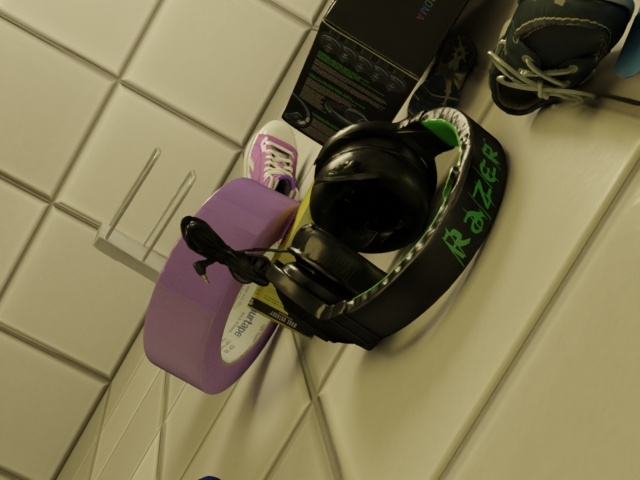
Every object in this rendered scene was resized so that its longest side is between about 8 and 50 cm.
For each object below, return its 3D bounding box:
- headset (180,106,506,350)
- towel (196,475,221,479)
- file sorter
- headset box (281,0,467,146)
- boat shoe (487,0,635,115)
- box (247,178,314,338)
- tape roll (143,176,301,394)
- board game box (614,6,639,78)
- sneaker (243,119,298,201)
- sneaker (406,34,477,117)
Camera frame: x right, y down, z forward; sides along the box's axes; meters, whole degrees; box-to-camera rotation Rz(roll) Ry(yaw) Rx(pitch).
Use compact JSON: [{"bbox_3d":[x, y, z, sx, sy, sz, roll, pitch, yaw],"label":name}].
[{"bbox_3d":[0.011,-0.015,1.094,0.394,0.185,0.243,-23,38,54],"label":"headset"},{"bbox_3d":[-0.115,0.373,1.024,0.308,0.076,0.227,-154,86,-78],"label":"towel"},{"bbox_3d":[-0.190,-0.001,1.713,0.173,0.278,0.193,-57,12,2],"label":"file sorter"},{"bbox_3d":[0.087,-0.263,1.327,0.246,0.131,0.283,-59,1,-21],"label":"headset box"},{"bbox_3d":[0.183,-0.151,0.883,0.254,0.095,0.079,-177,103,-85],"label":"boat shoe"},{"bbox_3d":[0.000,0.000,1.352,0.232,0.087,0.058,-63,11,-4],"label":"box"},{"bbox_3d":[-0.116,0.059,1.417,0.275,0.090,0.275,-56,-17,-26],"label":"tape roll"},{"bbox_3d":[0.269,-0.180,0.765,0.168,0.033,0.133,-63,5,-21],"label":"board game box"},{"bbox_3d":[-0.072,-0.111,1.921,0.161,0.102,0.282,-38,37,55],"label":"sneaker"},{"bbox_3d":[0.140,-0.174,1.277,0.135,0.052,0.058,-57,0,-18],"label":"sneaker"}]
